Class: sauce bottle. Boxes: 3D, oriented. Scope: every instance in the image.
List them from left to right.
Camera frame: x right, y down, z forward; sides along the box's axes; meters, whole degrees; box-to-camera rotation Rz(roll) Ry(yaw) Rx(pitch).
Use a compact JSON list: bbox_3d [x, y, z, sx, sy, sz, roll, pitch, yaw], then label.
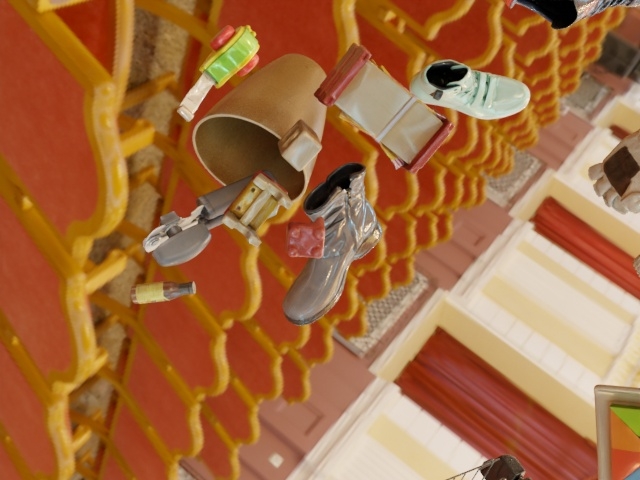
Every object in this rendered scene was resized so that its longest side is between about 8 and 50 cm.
[{"bbox_3d":[-0.319,0.104,1.542,0.042,0.128,0.042,-6,90,-84],"label":"sauce bottle"}]

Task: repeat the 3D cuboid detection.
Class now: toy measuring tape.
[{"bbox_3d":[-0.222,-0.403,1.748,0.121,0.121,0.330,110,4,-51],"label":"toy measuring tape"}]

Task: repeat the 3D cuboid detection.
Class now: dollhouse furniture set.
[{"bbox_3d":[0.023,-0.130,1.296,0.374,0.201,0.152,-49,-164,10],"label":"dollhouse furniture set"}]

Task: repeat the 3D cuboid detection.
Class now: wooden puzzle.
[{"bbox_3d":[0.604,0.380,1.351,0.044,0.221,0.238,-18,104,-54],"label":"wooden puzzle"}]

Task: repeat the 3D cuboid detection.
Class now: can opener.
[{"bbox_3d":[-0.184,-0.034,1.348,0.283,0.095,0.076,-27,163,-34],"label":"can opener"}]

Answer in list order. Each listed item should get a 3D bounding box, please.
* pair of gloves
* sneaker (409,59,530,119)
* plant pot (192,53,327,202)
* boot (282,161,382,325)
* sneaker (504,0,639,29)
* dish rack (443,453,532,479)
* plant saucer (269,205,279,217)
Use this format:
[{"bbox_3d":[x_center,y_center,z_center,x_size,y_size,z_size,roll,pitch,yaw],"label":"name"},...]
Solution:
[{"bbox_3d":[0.483,-0.051,1.076,0.042,0.240,0.204,-8,158,-20],"label":"pair of gloves"},{"bbox_3d":[0.319,-0.309,1.552,0.151,0.256,0.094,-162,-102,-87],"label":"sneaker"},{"bbox_3d":[-0.085,-0.239,1.484,0.237,0.237,0.254,105,10,-57],"label":"plant pot"},{"bbox_3d":[0.000,0.000,1.643,0.338,0.118,0.222,-55,144,-26],"label":"boot"},{"bbox_3d":[0.457,-0.421,1.284,0.131,0.350,0.148,107,-16,-59],"label":"sneaker"},{"bbox_3d":[0.245,0.440,1.130,0.271,0.208,0.074,-9,139,-34],"label":"dish rack"},{"bbox_3d":[-0.138,-0.112,2.159,0.067,0.018,0.192,-25,161,-24],"label":"plant saucer"}]
